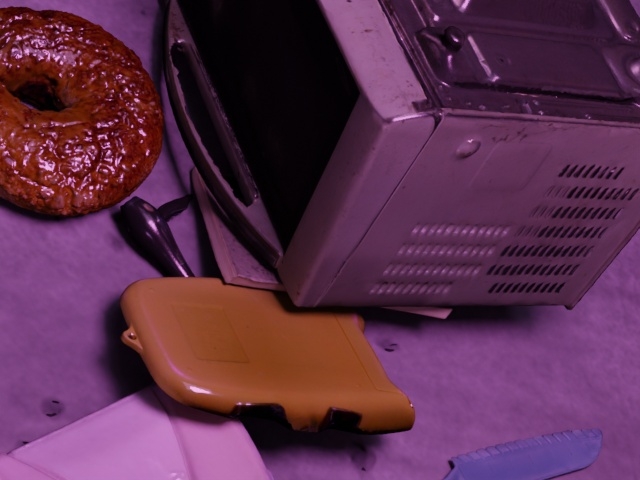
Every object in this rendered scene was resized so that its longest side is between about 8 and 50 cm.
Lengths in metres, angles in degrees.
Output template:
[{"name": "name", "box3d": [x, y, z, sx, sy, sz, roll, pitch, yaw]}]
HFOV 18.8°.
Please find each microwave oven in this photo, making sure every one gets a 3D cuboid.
[{"name": "microwave oven", "box3d": [0.071, -0.171, 1.546, 0.333, 0.247, 0.394, 0, 50, -32]}]

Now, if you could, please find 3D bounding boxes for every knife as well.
[{"name": "knife", "box3d": [0.118, 0.187, 1.514, 0.313, 0.019, 0.044, -9, 61, -39]}]

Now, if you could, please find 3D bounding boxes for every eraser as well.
[{"name": "eraser", "box3d": [-0.097, 0.213, 1.316, 0.204, 0.059, 0.243, -22, 66, -44]}]

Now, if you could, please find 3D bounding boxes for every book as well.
[{"name": "book", "box3d": [0.000, 0.000, 1.545, 0.199, 0.016, 0.138, 9, 37, -27]}]

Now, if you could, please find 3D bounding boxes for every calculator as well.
[{"name": "calculator", "box3d": [-0.041, 0.082, 1.436, 0.236, 0.033, 0.157, 8, 35, -33]}]

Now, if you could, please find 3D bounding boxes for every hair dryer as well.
[{"name": "hair dryer", "box3d": [-0.112, -0.010, 1.501, 0.079, 0.031, 0.083, 53, 38, -4]}]

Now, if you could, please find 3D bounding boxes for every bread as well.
[{"name": "bread", "box3d": [-0.204, -0.102, 1.481, 0.193, 0.064, 0.193, 15, 51, -19]}]
